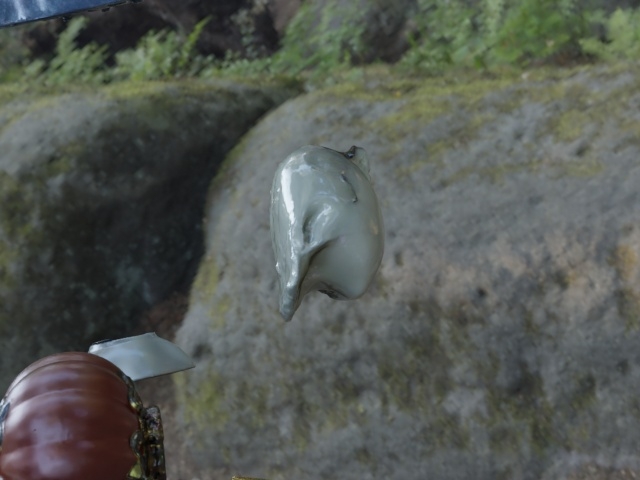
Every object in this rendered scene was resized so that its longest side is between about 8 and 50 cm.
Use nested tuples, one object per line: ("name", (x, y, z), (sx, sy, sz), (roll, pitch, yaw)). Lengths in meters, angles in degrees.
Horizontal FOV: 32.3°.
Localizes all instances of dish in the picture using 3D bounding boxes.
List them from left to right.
("dish", (-0.275, 0.169, 1.567), (0.190, 0.066, 0.191), (-12, -4, -1))

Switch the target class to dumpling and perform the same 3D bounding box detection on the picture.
("dumpling", (-0.001, -0.001, 0.879), (0.176, 0.092, 0.150), (-107, 26, -48))

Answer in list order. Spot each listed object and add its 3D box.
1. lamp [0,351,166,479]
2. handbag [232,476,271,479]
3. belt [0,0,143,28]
("lamp", (-0.272, 0.234, 1.191), (0.226, 0.227, 0.227), (-28, 32, 19))
("handbag", (-0.079, 0.345, 1.530), (0.061, 0.083, 0.027), (4, 82, 40))
("belt", (-0.183, -0.199, 0.789), (0.190, 0.082, 0.141), (-4, 16, 29))
